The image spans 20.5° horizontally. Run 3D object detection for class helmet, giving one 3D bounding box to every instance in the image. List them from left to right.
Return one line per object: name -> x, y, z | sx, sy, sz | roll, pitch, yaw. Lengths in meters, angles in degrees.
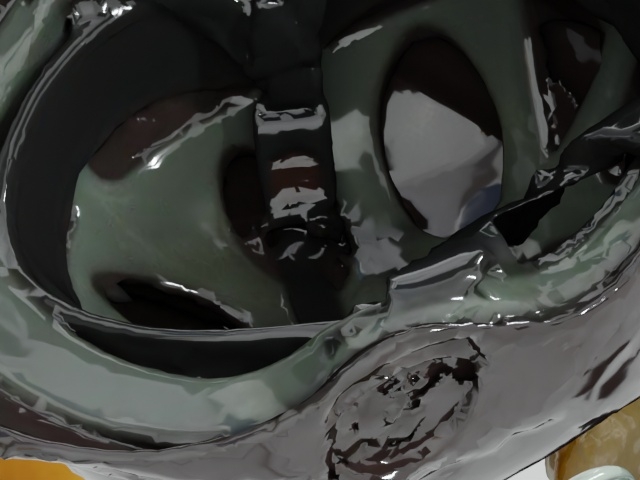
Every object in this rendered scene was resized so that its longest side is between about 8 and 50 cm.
helmet -> 0.000, 0.000, 0.586 | 0.225, 0.305, 0.177 | 54, -13, 37

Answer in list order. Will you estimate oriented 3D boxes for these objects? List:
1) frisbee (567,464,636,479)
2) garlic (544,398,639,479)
frisbee -> 0.103, 0.145, 0.787 | 0.014, 0.110, 0.110 | 36, -35, 32
garlic -> 0.273, 0.130, 1.064 | 0.313, 0.286, 0.249 | 27, -34, 62
